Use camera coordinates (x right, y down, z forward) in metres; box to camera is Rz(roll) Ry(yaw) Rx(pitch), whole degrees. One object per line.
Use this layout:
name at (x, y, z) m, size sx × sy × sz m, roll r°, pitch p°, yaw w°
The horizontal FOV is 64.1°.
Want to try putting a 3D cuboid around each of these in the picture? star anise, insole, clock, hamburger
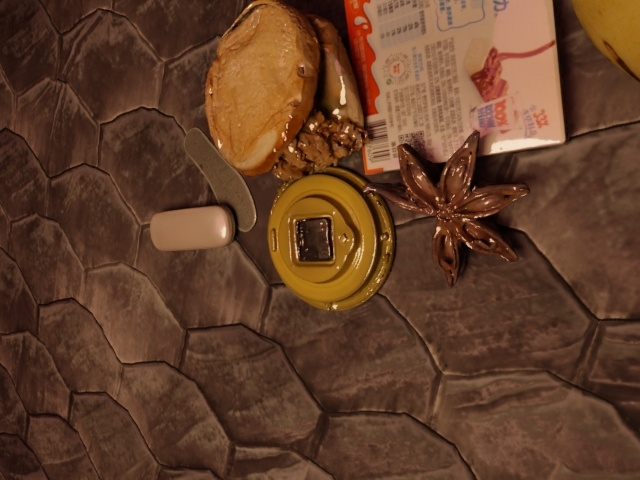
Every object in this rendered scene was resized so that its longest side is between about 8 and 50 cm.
star anise at (0.174, -0.049, 0.652) m, size 0.208 × 0.063 × 0.172 m, roll 47°, pitch 127°, yaw 1°
insole at (-0.182, -0.114, 0.925) m, size 0.080 × 0.003 × 0.232 m, roll -44°, pitch 74°, yaw 29°
clock at (0.000, 0.000, 0.796) m, size 0.237 × 0.057 × 0.237 m, roll 5°, pitch 98°, yaw 33°
hamburger at (-0.055, -0.209, 0.740) m, size 0.286 × 0.146 × 0.243 m, roll 37°, pitch 121°, yaw 36°

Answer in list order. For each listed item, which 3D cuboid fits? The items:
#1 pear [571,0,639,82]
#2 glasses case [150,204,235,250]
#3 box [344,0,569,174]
pear at (0.356, -0.263, 0.399) m, size 0.309 × 0.309 × 0.309 m, roll 5°, pitch 99°, yaw 32°
glasses case at (-0.240, -0.022, 0.946) m, size 0.204 × 0.051 × 0.081 m, roll -2°, pitch 97°, yaw 32°
box at (0.166, -0.237, 0.662) m, size 0.265 × 0.048 × 0.273 m, roll -4°, pitch 94°, yaw 34°
